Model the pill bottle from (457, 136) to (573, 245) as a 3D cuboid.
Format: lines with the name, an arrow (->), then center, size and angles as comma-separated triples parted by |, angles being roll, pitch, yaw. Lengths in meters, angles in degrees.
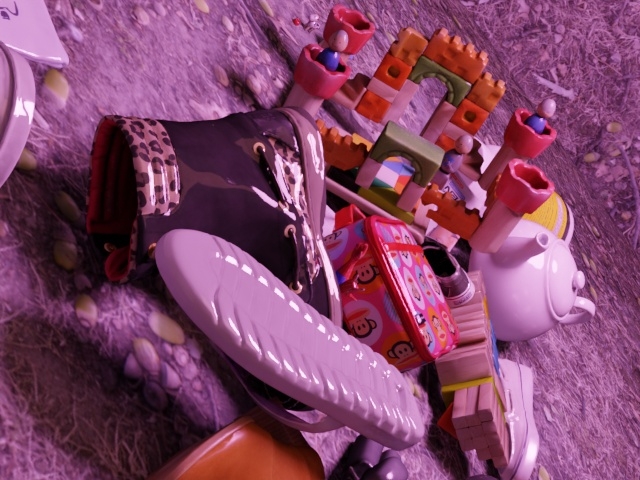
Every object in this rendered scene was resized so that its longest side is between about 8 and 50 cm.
pill bottle -> 0.360, -0.078, 2.129 | 0.334, 0.188, 0.187 | 33, 36, -42

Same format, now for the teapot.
teapot -> 0.403, 0.077, 1.960 | 0.256, 0.187, 0.252 | -29, 114, -56

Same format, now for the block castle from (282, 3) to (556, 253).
block castle -> 0.175, -0.210, 1.751 | 0.453, 0.212, 0.303 | 29, 32, -3

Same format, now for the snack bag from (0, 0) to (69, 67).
snack bag -> -0.432, -0.342, 1.124 | 0.343, 0.037, 0.323 | 12, 47, -55

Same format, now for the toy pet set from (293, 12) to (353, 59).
toy pet set -> 0.020, -0.377, 1.998 | 0.114, 0.065, 0.122 | 16, 49, -54

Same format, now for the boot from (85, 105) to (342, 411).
boot -> -0.119, 0.024, 1.218 | 0.284, 0.138, 0.377 | -2, 91, -43

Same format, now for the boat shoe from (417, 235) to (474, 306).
boat shoe -> 0.181, 0.028, 1.739 | 0.070, 0.078, 0.219 | 57, -8, -34

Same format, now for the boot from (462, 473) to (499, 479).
boot -> 0.103, 0.429, 1.152 | 0.223, 0.118, 0.338 | -1, 92, -42

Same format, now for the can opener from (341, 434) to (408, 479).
can opener -> 0.072, 0.289, 1.271 | 0.074, 0.093, 0.280 | 57, 6, 0

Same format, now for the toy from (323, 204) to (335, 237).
toy -> -0.052, -0.005, 1.471 | 0.137, 0.056, 0.237 | 48, 35, -22

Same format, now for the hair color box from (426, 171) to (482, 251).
hair color box -> 0.219, -0.042, 1.915 | 0.093, 0.053, 0.167 | 50, 57, -17

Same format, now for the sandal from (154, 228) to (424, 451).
sandal -> -0.037, 0.140, 1.139 | 0.416, 0.102, 0.169 | 38, 21, -33

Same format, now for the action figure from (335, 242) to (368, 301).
action figure -> 0.000, 0.000, 1.367 | 0.091, 0.139, 0.280 | -3, 73, -55

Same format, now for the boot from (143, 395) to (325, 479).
boot -> -0.057, 0.289, 1.090 | 0.211, 0.104, 0.295 | 61, 22, 6

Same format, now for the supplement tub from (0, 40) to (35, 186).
supplement tub -> -0.396, -0.138, 0.859 | 0.272, 0.191, 0.191 | 25, 41, -48

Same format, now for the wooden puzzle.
wooden puzzle -> 0.098, -0.105, 1.776 | 0.221, 0.044, 0.238 | 30, 28, -3

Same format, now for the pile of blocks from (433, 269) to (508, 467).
pile of blocks -> 0.227, 0.207, 1.696 | 0.362, 0.113, 0.149 | -88, 158, -44

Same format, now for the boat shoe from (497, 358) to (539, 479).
boat shoe -> 0.304, 0.296, 1.740 | 0.088, 0.096, 0.267 | 22, 42, -8

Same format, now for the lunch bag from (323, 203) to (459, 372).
lunch bag -> 0.095, 0.066, 1.538 | 0.258, 0.120, 0.293 | 65, 14, 7
